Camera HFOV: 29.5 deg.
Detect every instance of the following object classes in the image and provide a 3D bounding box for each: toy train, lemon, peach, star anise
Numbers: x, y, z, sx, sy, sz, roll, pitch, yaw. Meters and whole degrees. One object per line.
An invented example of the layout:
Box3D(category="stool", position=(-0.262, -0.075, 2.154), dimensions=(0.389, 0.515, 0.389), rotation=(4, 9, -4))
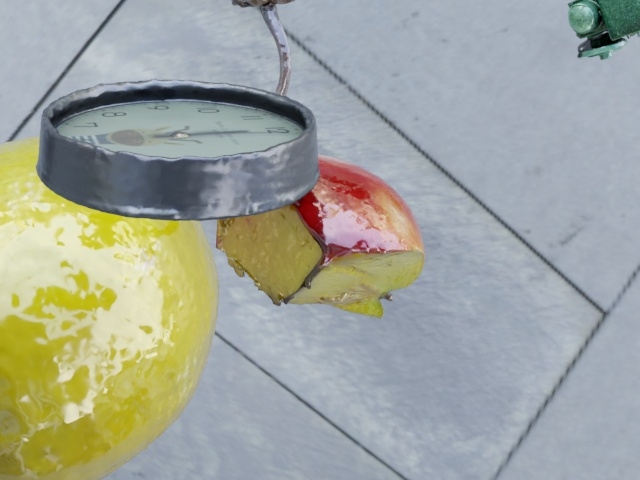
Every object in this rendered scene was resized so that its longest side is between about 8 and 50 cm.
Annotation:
Box3D(category="toy train", position=(0.323, -0.239, 1.184), dimensions=(0.200, 0.132, 0.083), rotation=(-29, 101, -45))
Box3D(category="lemon", position=(-0.277, 0.089, 1.161), dimensions=(0.364, 0.364, 0.364), rotation=(-1, 93, -19))
Box3D(category="peach", position=(0.002, -0.005, 0.892), dimensions=(0.151, 0.151, 0.118), rotation=(-1, 69, -19))
Box3D(category="star anise", position=(-0.065, -0.157, 1.098), dimensions=(0.148, 0.219, 0.227), rotation=(1, 79, -43))

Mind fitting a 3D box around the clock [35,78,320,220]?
Box3D(category="clock", position=(-0.091, -0.064, 0.787), dimensions=(0.185, 0.184, 0.040), rotation=(-5, 115, -19))
